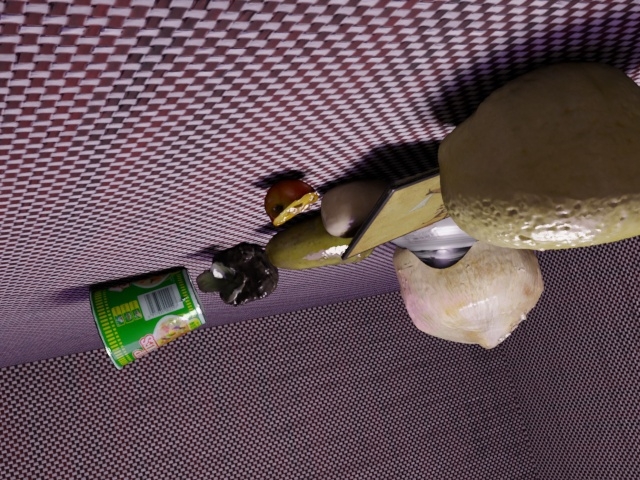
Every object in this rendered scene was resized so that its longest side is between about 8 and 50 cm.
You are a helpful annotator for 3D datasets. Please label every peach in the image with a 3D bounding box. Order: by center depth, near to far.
[{"bbox_3d":[-0.051,-0.070,1.174,0.098,0.061,0.098,-36,173,-5],"label":"peach"}]

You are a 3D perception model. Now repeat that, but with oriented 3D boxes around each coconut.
[{"bbox_3d":[0.422,0.119,2.019,0.404,0.405,0.404,-13,170,-2],"label":"coconut"}]

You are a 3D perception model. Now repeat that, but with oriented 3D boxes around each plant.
[{"bbox_3d":[-0.180,0.080,1.639,0.142,0.131,0.203,-15,180,16],"label":"plant"}]

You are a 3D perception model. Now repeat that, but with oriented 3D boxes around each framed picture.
[{"bbox_3d":[0.212,-0.077,1.288,0.338,0.014,0.255,-20,160,-27],"label":"framed picture"}]

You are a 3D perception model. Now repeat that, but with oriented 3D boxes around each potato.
[{"bbox_3d":[0.000,0.000,1.511,0.251,0.113,0.149,-6,179,9],"label":"potato"}]

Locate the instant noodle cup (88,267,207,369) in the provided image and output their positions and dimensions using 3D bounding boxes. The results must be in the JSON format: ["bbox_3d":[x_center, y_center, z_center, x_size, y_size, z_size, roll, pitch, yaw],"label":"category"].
[{"bbox_3d":[-0.403,0.168,1.721,0.232,0.207,0.207,-21,171,-8],"label":"instant noodle cup"}]

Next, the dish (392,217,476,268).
[{"bbox_3d":[0.266,-0.003,1.621,0.273,0.134,0.273,-5,-178,0],"label":"dish"}]

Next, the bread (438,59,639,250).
[{"bbox_3d":[0.326,-0.098,1.005,0.320,0.238,0.320,-9,169,-2],"label":"bread"}]

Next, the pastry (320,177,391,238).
[{"bbox_3d":[0.076,-0.061,1.315,0.156,0.092,0.156,-16,172,-2],"label":"pastry"}]
